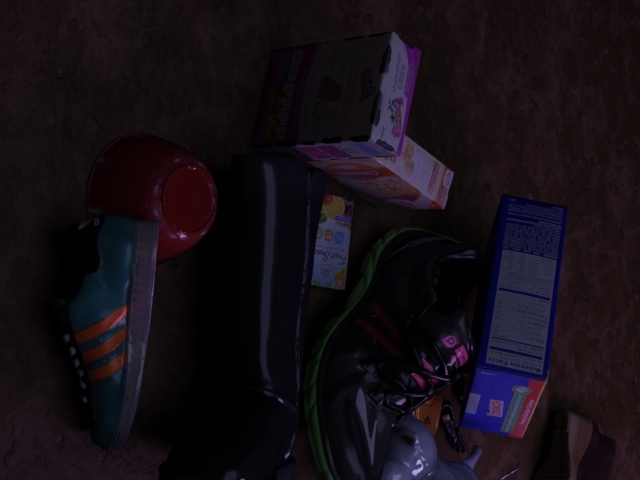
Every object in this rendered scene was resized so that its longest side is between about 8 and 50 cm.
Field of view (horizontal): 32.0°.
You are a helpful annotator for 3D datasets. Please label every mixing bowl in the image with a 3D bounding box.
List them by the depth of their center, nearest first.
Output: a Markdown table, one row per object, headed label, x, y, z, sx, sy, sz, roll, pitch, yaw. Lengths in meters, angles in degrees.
| label | x | y | z | sx | sy | sz | roll | pitch | yaw |
| --- | --- | --- | --- | --- | --- | --- | --- | --- | --- |
| mixing bowl | -0.200 | -0.051 | 1.444 | 0.181 | 0.098 | 0.181 | -2 | 93 | -46 |

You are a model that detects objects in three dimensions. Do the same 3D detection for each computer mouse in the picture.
| label | x | y | z | sx | sy | sz | roll | pitch | yaw |
| --- | --- | --- | --- | --- | --- | --- | --- | --- | --- |
| computer mouse | 0.275 | 0.278 | 1.989 | 0.193 | 0.042 | 0.106 | -46 | 117 | -29 |

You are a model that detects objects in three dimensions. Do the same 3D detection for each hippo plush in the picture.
| label | x | y | z | sx | sy | sz | roll | pitch | yaw |
| --- | --- | --- | --- | --- | --- | --- | --- | --- | --- |
| hippo plush | 0.170 | 0.385 | 1.737 | 0.294 | 0.234 | 0.236 | -47 | 115 | -18 |

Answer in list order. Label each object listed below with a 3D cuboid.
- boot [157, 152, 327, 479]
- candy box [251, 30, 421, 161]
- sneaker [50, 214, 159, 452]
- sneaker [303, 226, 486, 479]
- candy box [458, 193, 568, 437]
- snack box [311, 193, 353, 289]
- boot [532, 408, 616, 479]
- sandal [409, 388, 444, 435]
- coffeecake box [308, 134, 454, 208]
| label | x | y | z | sx | sy | sz | roll | pitch | yaw |
| --- | --- | --- | --- | --- | --- | --- | --- | --- | --- |
| boot | -0.088 | 0.101 | 1.452 | 0.367 | 0.146 | 0.445 | 38 | 61 | -82 |
| candy box | 0.020 | -0.197 | 1.573 | 0.071 | 0.233 | 0.159 | 23 | 74 | -44 |
| sneaker | -0.274 | 0.114 | 1.378 | 0.121 | 0.108 | 0.302 | 7 | 101 | -9 |
| sneaker | 0.120 | 0.169 | 1.672 | 0.185 | 0.202 | 0.482 | 56 | 47 | -42 |
| candy box | 0.315 | 0.129 | 1.841 | 0.268 | 0.122 | 0.317 | 90 | 12 | -62 |
| snack box | 0.000 | 0.000 | 1.696 | 0.100 | 0.037 | 0.141 | 11 | 83 | -45 |
| boot | 0.514 | 0.473 | 2.203 | 0.207 | 0.090 | 0.248 | 36 | 61 | -38 |
| sandal | 0.206 | 0.213 | 1.887 | 0.102 | 0.076 | 0.265 | 7 | 86 | -46 |
| coffeecake box | 0.092 | -0.114 | 1.715 | 0.185 | 0.142 | 0.068 | 31 | 69 | -42 |
